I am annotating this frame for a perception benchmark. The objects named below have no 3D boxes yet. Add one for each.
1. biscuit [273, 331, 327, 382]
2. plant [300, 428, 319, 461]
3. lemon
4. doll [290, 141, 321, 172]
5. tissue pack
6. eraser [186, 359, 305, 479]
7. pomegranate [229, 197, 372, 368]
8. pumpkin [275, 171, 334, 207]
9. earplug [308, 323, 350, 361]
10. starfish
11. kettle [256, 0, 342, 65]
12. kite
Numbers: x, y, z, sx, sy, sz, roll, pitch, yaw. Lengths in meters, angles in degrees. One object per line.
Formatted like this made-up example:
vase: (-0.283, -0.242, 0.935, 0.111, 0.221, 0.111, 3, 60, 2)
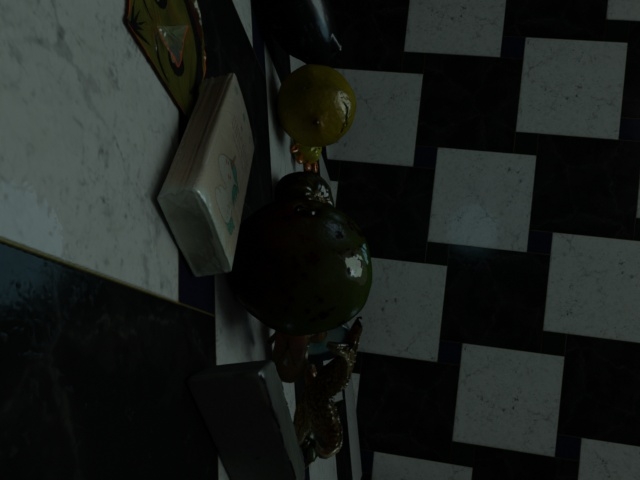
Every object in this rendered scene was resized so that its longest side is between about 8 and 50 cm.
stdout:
biscuit: (-0.054, 0.164, 1.154, 0.216, 0.047, 0.339, 21, -85, 57)
plant: (-0.032, 0.528, 1.382, 0.087, 0.085, 0.174, 48, 32, -34)
lemon: (-0.015, -0.446, 1.647, 0.293, 0.293, 0.293, -7, 90, -83)
doll: (-0.056, -0.359, 1.923, 0.143, 0.135, 0.220, 38, 41, -32)
tissue pack: (-0.170, -0.118, 0.808, 0.170, 0.071, 0.325, 76, 11, -45)
eraser: (-0.104, 0.310, 0.801, 0.077, 0.111, 0.352, -86, 168, -56)
pomegranate: (-0.024, 0.080, 0.967, 0.291, 0.291, 0.323, -80, 153, -68)
pumpkin: (-0.050, -0.104, 1.509, 0.219, 0.162, 0.219, 42, 34, -38)
earplug: (-0.009, 0.184, 1.520, 0.324, 0.185, 0.185, -96, 175, -49)
starfish: (0.006, 0.317, 1.054, 0.303, 0.113, 0.312, -58, -174, 34)
kettle: (-0.067, -0.700, 1.615, 0.207, 0.268, 0.290, -59, 142, -15)
kite: (-0.234, -0.340, 0.775, 0.327, 0.013, 0.377, -80, 163, -65)
